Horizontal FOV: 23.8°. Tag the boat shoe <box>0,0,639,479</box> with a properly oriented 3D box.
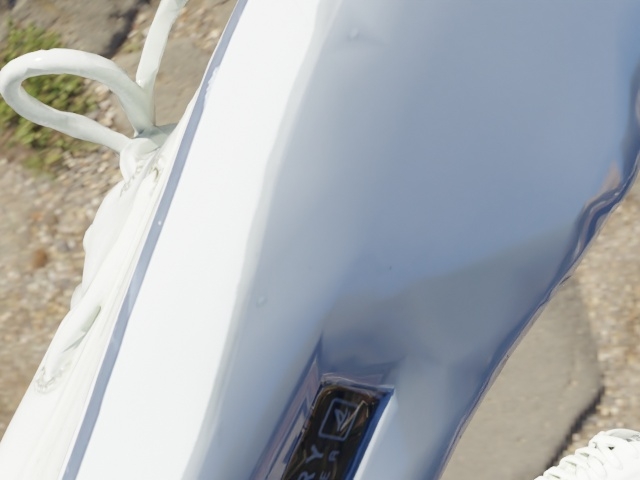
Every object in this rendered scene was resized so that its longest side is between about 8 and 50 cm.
[{"bbox_3d":[-0.026,0.010,0.434,0.136,0.156,0.367,20,93,-43],"label":"boat shoe"}]

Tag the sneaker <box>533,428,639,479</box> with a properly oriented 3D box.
[{"bbox_3d":[0.177,0.174,0.995,0.235,0.090,0.095,-14,108,-13],"label":"sneaker"}]
